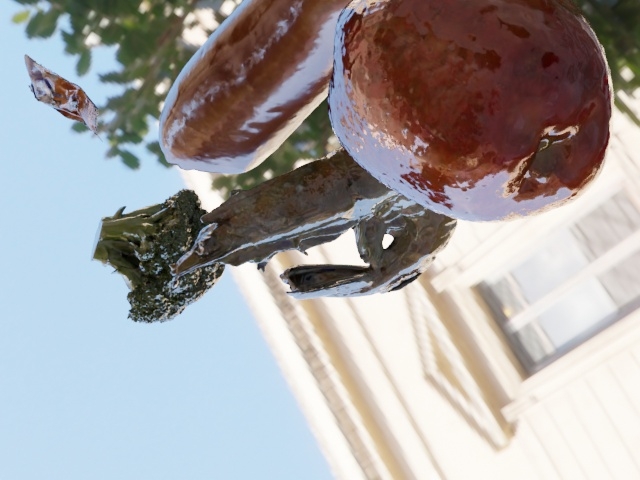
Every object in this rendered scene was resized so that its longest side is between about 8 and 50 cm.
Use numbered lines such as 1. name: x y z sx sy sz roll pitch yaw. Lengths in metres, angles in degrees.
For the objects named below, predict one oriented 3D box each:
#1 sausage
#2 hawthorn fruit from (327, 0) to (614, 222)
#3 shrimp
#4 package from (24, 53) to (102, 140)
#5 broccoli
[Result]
1. sausage: -0.014 -0.141 0.792 0.089 0.300 0.083 20 -132 -34
2. hawthorn fruit: 0.074 -0.074 0.560 0.133 0.133 0.138 -9 -143 -39
3. shrimp: 0.000 0.000 0.861 0.047 0.223 0.126 -111 0 -63
4. package: -0.270 -0.151 1.244 0.111 0.077 0.033 33 -131 13
5. broccoli: -0.165 0.014 1.218 0.138 0.162 0.145 13 -91 -14
